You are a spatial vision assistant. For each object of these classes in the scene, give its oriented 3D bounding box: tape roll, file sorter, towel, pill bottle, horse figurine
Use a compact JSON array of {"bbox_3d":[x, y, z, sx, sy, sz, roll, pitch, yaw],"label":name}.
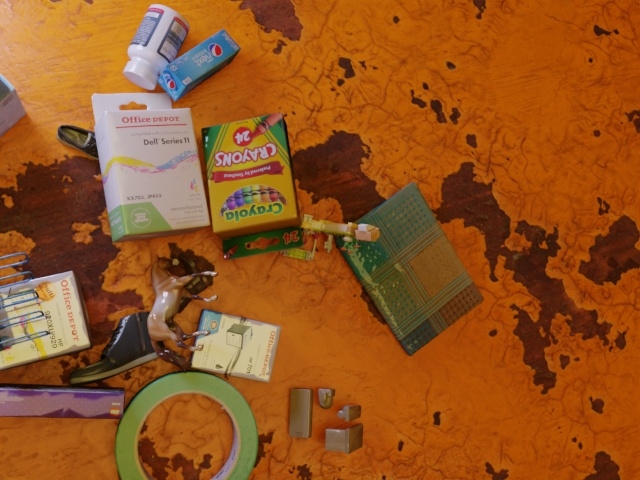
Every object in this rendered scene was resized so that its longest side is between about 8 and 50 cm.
[{"bbox_3d":[-0.305,0.462,1.645,0.321,0.077,0.322,2,82,-15],"label":"tape roll"},{"bbox_3d":[-0.607,0.119,1.407,0.104,0.118,0.171,-16,85,-20],"label":"file sorter"},{"bbox_3d":[0.231,0.072,1.858,0.271,0.040,0.370,-34,95,-15],"label":"towel"},{"bbox_3d":[-0.396,-0.458,1.711,0.107,0.108,0.180,26,77,-11],"label":"pill bottle"},{"bbox_3d":[-0.328,0.162,1.633,0.174,0.066,0.264,6,76,11],"label":"horse figurine"}]

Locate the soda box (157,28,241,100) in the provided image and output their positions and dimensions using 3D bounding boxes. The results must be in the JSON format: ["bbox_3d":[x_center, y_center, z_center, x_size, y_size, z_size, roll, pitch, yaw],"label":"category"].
[{"bbox_3d":[-0.288,-0.422,1.721,0.067,0.071,0.210,48,53,-6],"label":"soda box"}]

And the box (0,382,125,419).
[{"bbox_3d":[-0.566,0.340,1.522,0.293,0.201,0.057,5,81,-14],"label":"box"}]

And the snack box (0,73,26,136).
[{"bbox_3d":[-0.779,-0.209,1.536,0.060,0.187,0.322,43,75,-7],"label":"snack box"}]

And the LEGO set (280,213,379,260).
[{"bbox_3d":[0.000,0.000,1.753,0.286,0.132,0.107,11,86,9],"label":"LEGO set"}]

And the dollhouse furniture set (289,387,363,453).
[{"bbox_3d":[0.017,0.435,1.761,0.151,0.123,0.144,-1,82,20],"label":"dollhouse furniture set"}]

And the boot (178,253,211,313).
[{"bbox_3d":[-0.334,0.103,1.702,0.114,0.037,0.106,-41,93,-11],"label":"boot"}]

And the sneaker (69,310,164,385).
[{"bbox_3d":[-0.470,0.244,1.620,0.222,0.083,0.118,-18,83,-34],"label":"sneaker"}]

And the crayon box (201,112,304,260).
[{"bbox_3d":[-0.159,-0.127,1.690,0.202,0.081,0.319,-11,75,4],"label":"crayon box"}]

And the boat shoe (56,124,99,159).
[{"bbox_3d":[-0.540,-0.228,1.674,0.152,0.049,0.056,17,78,-14],"label":"boat shoe"}]

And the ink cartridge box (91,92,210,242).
[{"bbox_3d":[-0.394,-0.187,1.654,0.207,0.119,0.354,-9,86,-30],"label":"ink cartridge box"}]

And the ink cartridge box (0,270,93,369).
[{"bbox_3d":[-0.623,0.177,1.542,0.232,0.168,0.171,-13,85,-17],"label":"ink cartridge box"}]

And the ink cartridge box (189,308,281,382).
[{"bbox_3d":[-0.202,0.249,1.696,0.190,0.082,0.140,14,80,-12],"label":"ink cartridge box"}]
